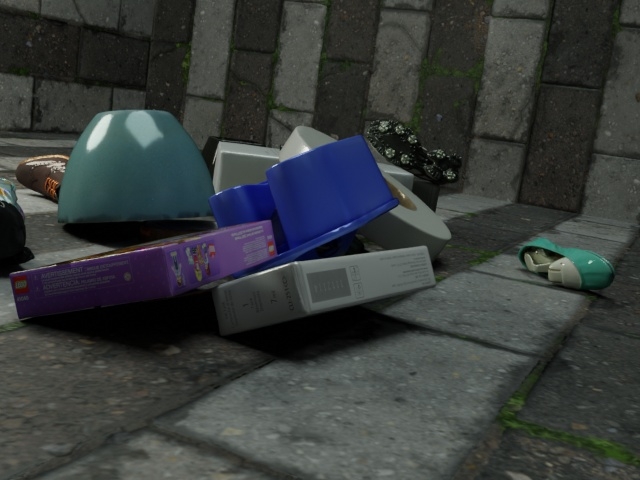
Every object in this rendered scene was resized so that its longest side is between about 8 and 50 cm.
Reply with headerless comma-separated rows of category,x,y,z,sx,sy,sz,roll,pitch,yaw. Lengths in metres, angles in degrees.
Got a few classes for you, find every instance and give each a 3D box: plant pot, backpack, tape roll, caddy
plant pot,-0.338,-0.137,1.396,0.290,0.195,0.290,-2,4,0
backpack,-0.475,-0.027,1.051,0.152,0.115,0.182,2,8,-18
tape roll,0.092,-0.097,1.540,0.392,0.072,0.392,33,16,-11
caddy,-0.017,-0.037,1.198,0.241,0.179,0.341,-24,2,29
plant pot,-0.233,-0.186,2.011,0.188,0.167,0.187,3,10,-22

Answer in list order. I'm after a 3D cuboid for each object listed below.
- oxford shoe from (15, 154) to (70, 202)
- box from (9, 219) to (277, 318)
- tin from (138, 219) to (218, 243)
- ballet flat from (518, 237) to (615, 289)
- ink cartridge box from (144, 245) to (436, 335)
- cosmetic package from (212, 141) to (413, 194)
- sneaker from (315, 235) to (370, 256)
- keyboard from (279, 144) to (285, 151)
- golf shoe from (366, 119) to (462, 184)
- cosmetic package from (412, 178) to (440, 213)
oxford shoe,-0.555,-0.126,1.623,0.271,0.097,0.098,11,16,17
box,-0.201,0.029,0.936,0.201,0.057,0.293,-9,4,19
tin,-0.241,-0.013,1.393,0.190,0.040,0.106,0,17,-40
ballet flat,0.474,0.055,1.499,0.087,0.083,0.247,-20,17,-13
ink cartridge box,-0.032,0.071,0.992,0.261,0.066,0.296,-16,-7,36
cosmetic package,-0.029,-0.125,1.830,0.453,0.161,0.230,7,11,-10
sneaker,0.000,0.000,1.470,0.098,0.083,0.224,35,-9,-32
keyboard,-0.016,-0.207,1.784,0.180,0.023,0.108,-2,22,-45
golf shoe,0.231,-0.215,1.968,0.273,0.105,0.120,28,-14,-9
cosmetic package,0.196,-0.111,2.040,0.238,0.127,0.107,7,10,4
